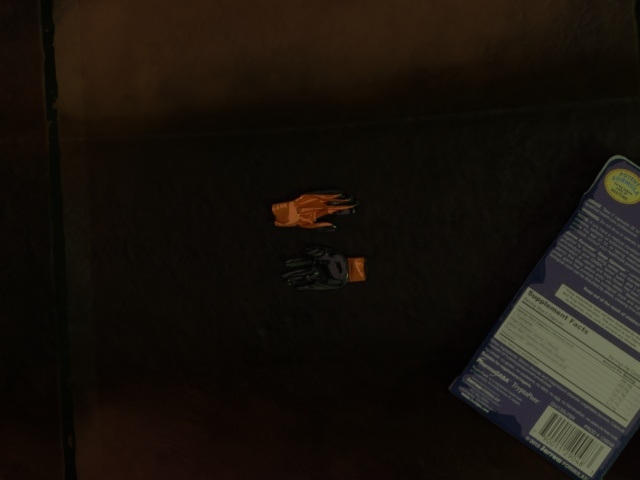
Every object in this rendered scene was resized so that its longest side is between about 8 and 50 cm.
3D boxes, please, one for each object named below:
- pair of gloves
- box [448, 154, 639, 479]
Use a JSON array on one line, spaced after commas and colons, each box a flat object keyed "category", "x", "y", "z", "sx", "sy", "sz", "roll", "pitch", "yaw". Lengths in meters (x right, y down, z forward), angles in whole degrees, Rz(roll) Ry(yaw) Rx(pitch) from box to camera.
[{"category": "pair of gloves", "x": 0.000, "y": 0.000, "z": 1.032, "sx": 0.074, "sy": 0.010, "sz": 0.083, "roll": -8, "pitch": 91, "yaw": 11}, {"category": "box", "x": 0.218, "y": 0.062, "z": 0.968, "sx": 0.136, "sy": 0.036, "sz": 0.225, "roll": 35, "pitch": 99, "yaw": 10}]
